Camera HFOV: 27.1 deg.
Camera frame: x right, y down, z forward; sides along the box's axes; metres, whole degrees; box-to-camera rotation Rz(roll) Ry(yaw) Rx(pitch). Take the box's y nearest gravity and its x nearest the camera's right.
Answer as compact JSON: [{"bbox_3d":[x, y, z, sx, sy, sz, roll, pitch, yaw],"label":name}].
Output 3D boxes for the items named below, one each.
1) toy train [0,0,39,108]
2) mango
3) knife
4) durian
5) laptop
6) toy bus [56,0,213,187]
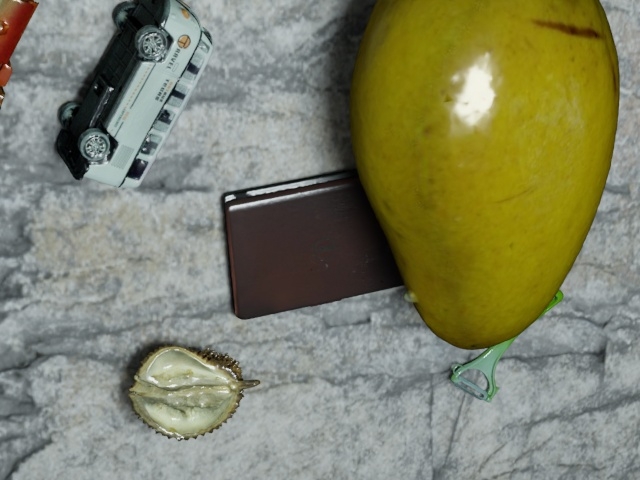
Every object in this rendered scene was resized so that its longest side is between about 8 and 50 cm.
[{"bbox_3d":[-0.291,-0.189,1.175,0.074,0.118,0.176,23,107,-31],"label":"toy train"},{"bbox_3d":[0.165,-0.084,1.331,0.301,0.221,0.444,-22,120,-37],"label":"mango"},{"bbox_3d":[0.224,0.116,1.577,0.078,0.022,0.166,30,103,-37],"label":"knife"},{"bbox_3d":[-0.134,0.152,1.432,0.140,0.071,0.110,-7,113,0],"label":"durian"},{"bbox_3d":[0.000,0.000,1.436,0.207,0.026,0.153,-12,120,-14],"label":"laptop"},{"bbox_3d":[-0.173,-0.143,1.265,0.089,0.087,0.193,21,106,-35],"label":"toy bus"}]
